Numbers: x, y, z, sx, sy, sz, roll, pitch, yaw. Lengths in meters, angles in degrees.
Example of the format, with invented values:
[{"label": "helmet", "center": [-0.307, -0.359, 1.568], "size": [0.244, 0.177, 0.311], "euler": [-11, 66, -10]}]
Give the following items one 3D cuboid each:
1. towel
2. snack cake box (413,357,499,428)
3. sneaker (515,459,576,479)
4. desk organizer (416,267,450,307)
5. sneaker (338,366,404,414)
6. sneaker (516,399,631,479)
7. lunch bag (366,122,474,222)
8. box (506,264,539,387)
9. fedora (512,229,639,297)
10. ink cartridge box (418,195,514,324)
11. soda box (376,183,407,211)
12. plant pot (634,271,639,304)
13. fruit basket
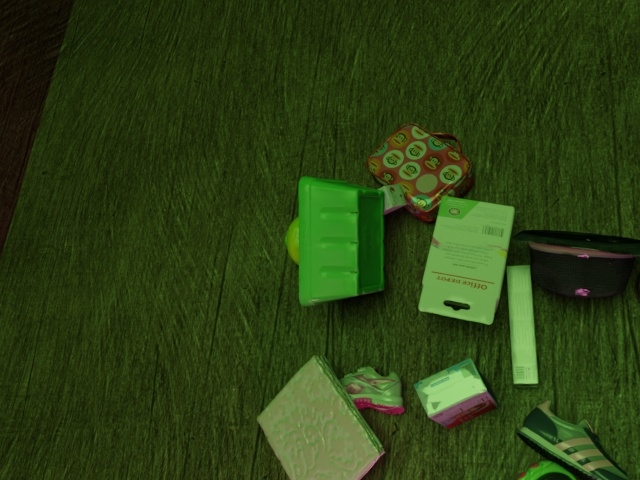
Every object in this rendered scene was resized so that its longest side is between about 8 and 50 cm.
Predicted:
[{"label": "towel", "center": [-0.009, 0.528, 1.712], "size": [0.317, 0.053, 0.331], "euler": [-52, 56, 25]}, {"label": "snack cake box", "center": [0.344, 0.386, 1.572], "size": [0.152, 0.264, 0.089], "euler": [-28, 61, 9]}, {"label": "sneaker", "center": [0.449, 0.737, 1.430], "size": [0.202, 0.185, 0.482], "euler": [32, 84, 33]}, {"label": "desk organizer", "center": [0.324, 0.140, 1.812], "size": [0.050, 0.047, 0.130], "euler": [-24, 61, 14]}, {"label": "sneaker", "center": [0.118, 0.406, 1.758], "size": [0.253, 0.103, 0.111], "euler": [4, 62, 21]}, {"label": "sneaker", "center": [0.640, 0.500, 1.498], "size": [0.319, 0.112, 0.131], "euler": [31, 73, 24]}, {"label": "lunch bag", "center": [0.315, -0.225, 1.928], "size": [0.258, 0.120, 0.293], "euler": [-45, 59, -2]}, {"label": "box", "center": [0.537, 0.227, 1.680], "size": [0.067, 0.063, 0.323], "euler": [-5, 67, 18]}, {"label": "fedora", "center": [0.655, 0.062, 1.607], "size": [0.334, 0.334, 0.152], "euler": [6, 96, 24]}, {"label": "ink cartridge box", "center": [0.400, 0.069, 1.734], "size": [0.207, 0.119, 0.353], "euler": [11, 66, 16]}, {"label": "soda box", "center": [0.152, -0.099, 1.902], "size": [0.216, 0.074, 0.069], "euler": [-24, 81, 47]}, {"label": "plant pot", "center": [0.867, 0.095, 1.545], "size": [0.167, 0.165, 0.166], "euler": [-8, 65, 18]}, {"label": "fruit basket", "center": [0.000, 0.000, 1.852], "size": [0.393, 0.283, 0.391], "euler": [1, 92, 33]}]
